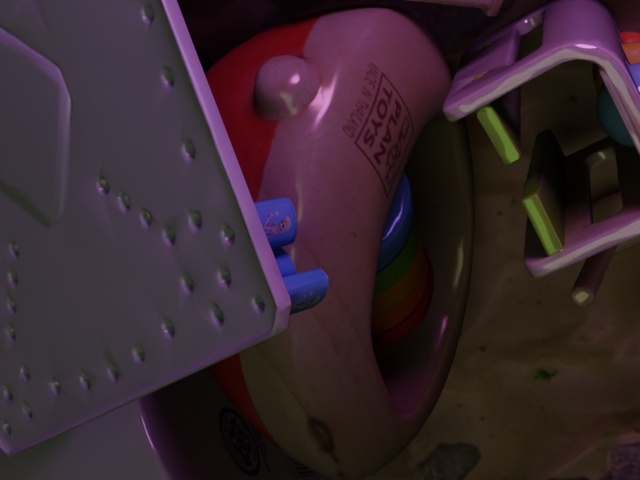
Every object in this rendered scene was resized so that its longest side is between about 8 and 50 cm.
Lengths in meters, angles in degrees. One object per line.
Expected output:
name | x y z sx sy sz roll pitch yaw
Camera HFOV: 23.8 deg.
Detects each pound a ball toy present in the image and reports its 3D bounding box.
pound a ball toy | 0.200 -0.061 1.065 0.135 0.319 0.208 -27 99 15

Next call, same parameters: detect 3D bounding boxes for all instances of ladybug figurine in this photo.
ladybug figurine | 0.000 0.000 1.102 0.162 0.305 0.449 13 152 18

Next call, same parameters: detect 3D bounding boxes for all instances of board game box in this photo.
board game box | -0.178 -0.081 1.002 0.390 0.050 0.390 -28 81 51

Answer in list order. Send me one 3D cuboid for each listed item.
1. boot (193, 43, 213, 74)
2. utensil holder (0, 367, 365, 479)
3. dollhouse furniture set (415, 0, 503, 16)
boot | -0.127 -0.037 1.168 0.076 0.208 0.190 12 112 -7
utensil holder | -0.198 0.249 1.291 0.385 0.327 0.327 -33 109 24
dollhouse furniture set | 0.020 -0.265 1.031 0.161 0.242 0.212 0 129 -32
